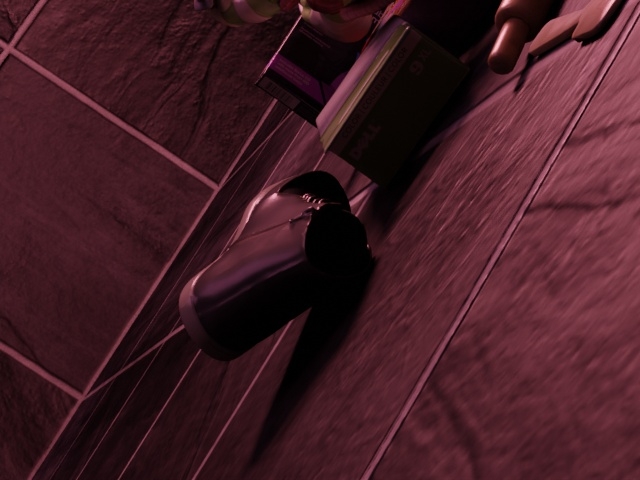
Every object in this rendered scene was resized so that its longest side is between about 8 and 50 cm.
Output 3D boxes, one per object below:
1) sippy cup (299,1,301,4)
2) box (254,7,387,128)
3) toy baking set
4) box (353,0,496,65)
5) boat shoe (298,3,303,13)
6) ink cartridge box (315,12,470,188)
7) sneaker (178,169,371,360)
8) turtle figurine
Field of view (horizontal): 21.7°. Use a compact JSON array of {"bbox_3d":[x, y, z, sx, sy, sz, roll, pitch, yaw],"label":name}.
[{"bbox_3d":[0.076,-0.389,1.751,0.305,0.224,0.240,-58,6,-14],"label":"sippy cup"},{"bbox_3d":[0.027,-0.171,1.516,0.162,0.116,0.029,-60,10,-30],"label":"box"},{"bbox_3d":[0.163,-0.184,0.978,0.256,0.030,0.197,-61,8,-35],"label":"toy baking set"},{"bbox_3d":[0.136,-0.252,1.372,0.293,0.057,0.201,-47,11,53],"label":"box"},{"bbox_3d":[0.065,-0.322,1.995,0.103,0.118,0.320,-57,-2,34],"label":"boat shoe"},{"bbox_3d":[0.053,-0.105,1.242,0.109,0.062,0.209,-54,7,7],"label":"ink cartridge box"},{"bbox_3d":[0.000,0.000,1.151,0.118,0.083,0.222,-29,13,32],"label":"sneaker"},{"bbox_3d":[-0.023,-0.267,1.334,0.266,0.274,0.198,23,-113,-76],"label":"turtle figurine"}]
